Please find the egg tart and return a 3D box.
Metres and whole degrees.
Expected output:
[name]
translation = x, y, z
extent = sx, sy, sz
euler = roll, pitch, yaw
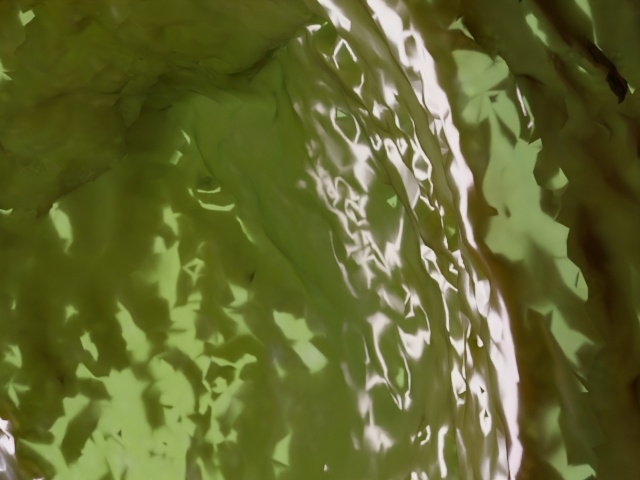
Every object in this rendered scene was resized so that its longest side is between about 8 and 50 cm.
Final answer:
[egg tart]
translation = 0.000, 0.000, 0.461
extent = 0.315, 0.120, 0.315
euler = 26, 127, 41
